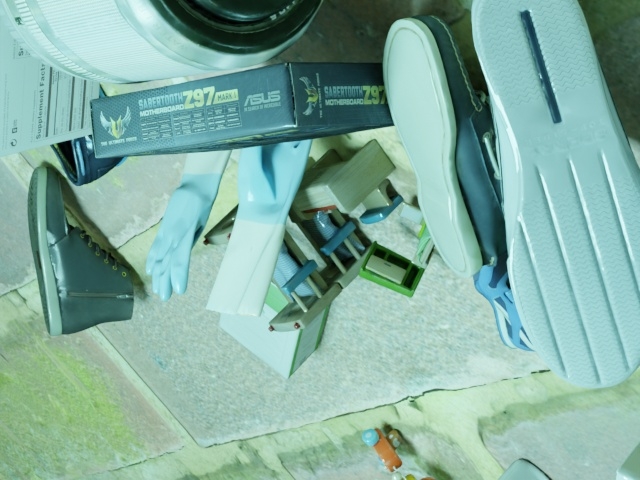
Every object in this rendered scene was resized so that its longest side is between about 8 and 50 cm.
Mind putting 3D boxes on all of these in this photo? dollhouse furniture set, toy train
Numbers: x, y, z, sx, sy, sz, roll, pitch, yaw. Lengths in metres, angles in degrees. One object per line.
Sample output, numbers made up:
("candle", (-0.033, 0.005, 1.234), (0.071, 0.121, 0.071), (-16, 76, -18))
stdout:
("dollhouse furniture set", (0.085, -0.008, 1.606), (0.058, 0.076, 0.152), (25, 149, 3))
("dollhouse furniture set", (0.000, 0.000, 1.686), (0.129, 0.129, 0.183), (53, 152, -16))
("toy train", (0.116, 0.288, 2.022), (0.166, 0.046, 0.125), (55, 178, -38))

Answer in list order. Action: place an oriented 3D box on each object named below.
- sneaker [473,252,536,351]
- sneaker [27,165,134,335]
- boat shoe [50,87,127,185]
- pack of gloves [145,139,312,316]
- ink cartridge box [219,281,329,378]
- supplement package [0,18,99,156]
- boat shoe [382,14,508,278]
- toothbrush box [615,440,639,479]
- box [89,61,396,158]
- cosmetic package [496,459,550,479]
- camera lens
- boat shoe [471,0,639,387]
("sneaker", (0.188, 0.052, 1.584), (0.059, 0.053, 0.144), (18, 151, 43))
("sneaker", (-0.312, 0.007, 2.205), (0.083, 0.118, 0.222), (-155, 57, -69))
("boat shoe", (-0.311, -0.177, 1.919), (0.258, 0.089, 0.109), (54, 151, -16))
("pack of gloves", (-0.101, -0.048, 1.665), (0.046, 0.232, 0.195), (26, 166, -41))
("ink cartridge box", (-0.049, 0.061, 1.911), (0.109, 0.062, 0.209), (38, 152, 15))
("supplement package", (-0.368, -0.233, 1.784), (0.261, 0.145, 0.204), (24, 119, 34))
("boat shoe", (0.122, -0.086, 1.450), (0.095, 0.079, 0.255), (32, 146, 56))
("toothbrush box", (0.299, 0.125, 1.040), (0.126, 0.295, 0.216), (32, 149, 25))
("box", (-0.059, -0.115, 1.498), (0.232, 0.183, 0.059), (-7, 91, 38))
("cosmetic package", (0.203, 0.520, 1.905), (0.329, 0.327, 0.394), (40, 152, 11))
("camera lens", (-0.138, -0.247, 1.439), (0.274, 0.219, 0.219), (0, 129, 54))
("boat shoe", (0.196, -0.057, 1.302), (0.121, 0.119, 0.335), (-8, 104, 14))
